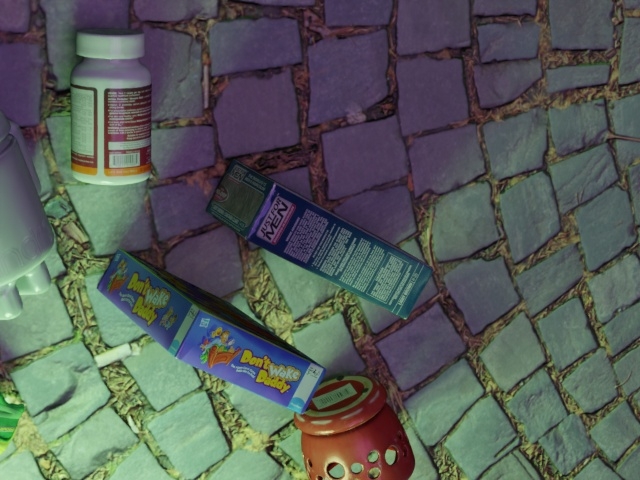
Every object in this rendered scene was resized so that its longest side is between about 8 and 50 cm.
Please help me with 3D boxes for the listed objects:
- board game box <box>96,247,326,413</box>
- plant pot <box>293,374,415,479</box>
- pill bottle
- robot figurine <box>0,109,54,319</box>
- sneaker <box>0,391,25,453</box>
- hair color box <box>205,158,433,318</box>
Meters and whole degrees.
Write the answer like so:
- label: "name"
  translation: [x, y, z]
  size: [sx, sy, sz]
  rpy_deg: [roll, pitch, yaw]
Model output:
- label: "board game box"
  translation: [-0.174, 0.133, 1.921]
  size: [0.233, 0.347, 0.078]
  rpy_deg: [29, 89, -32]
- label: "plant pot"
  translation: [0.053, 0.344, 2.199]
  size: [0.191, 0.191, 0.174]
  rpy_deg: [-27, 113, -20]
- label: "pill bottle"
  translation: [-0.313, -0.201, 1.882]
  size: [0.121, 0.121, 0.221]
  rpy_deg: [-5, 107, -27]
- label: "robot figurine"
  translation: [-0.503, -0.060, 1.773]
  size: [0.300, 0.200, 0.353]
  rpy_deg: [-54, 133, -53]
- label: "sneaker"
  translation: [-0.563, 0.198, 1.888]
  size: [0.295, 0.109, 0.123]
  rpy_deg: [53, 54, -27]
- label: "hair color box"
  translation: [0.000, 0.000, 2.079]
  size: [0.347, 0.174, 0.105]
  rpy_deg: [28, 91, -31]
